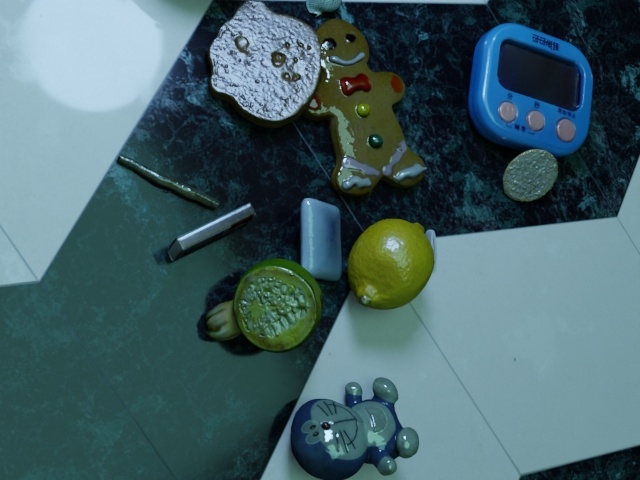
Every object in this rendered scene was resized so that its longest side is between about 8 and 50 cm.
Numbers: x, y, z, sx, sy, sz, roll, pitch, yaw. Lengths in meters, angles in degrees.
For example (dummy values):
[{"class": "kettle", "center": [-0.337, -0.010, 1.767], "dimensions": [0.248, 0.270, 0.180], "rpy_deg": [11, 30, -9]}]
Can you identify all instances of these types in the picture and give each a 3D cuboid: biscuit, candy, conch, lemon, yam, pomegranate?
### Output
[{"class": "biscuit", "center": [0.527, -0.163, 2.156], "dimensions": [0.152, 0.020, 0.152], "rpy_deg": [-7, 121, -12]}, {"class": "biscuit", "center": [0.087, -0.318, 2.011], "dimensions": [0.283, 0.064, 0.431], "rpy_deg": [-14, 87, -25]}, {"class": "candy", "center": [0.000, 0.000, 1.902], "dimensions": [0.138, 0.071, 0.174], "rpy_deg": [14, 72, -57]}, {"class": "conch", "center": [0.010, -0.573, 2.028], "dimensions": [0.076, 0.056, 0.085], "rpy_deg": [44, 66, 3]}, {"class": "lemon", "center": [0.155, 0.053, 1.913], "dimensions": [0.187, 0.187, 0.244], "rpy_deg": [40, 67, -12]}, {"class": "biscuit", "center": [-0.124, -0.393, 1.930], "dimensions": [0.257, 0.049, 0.272], "rpy_deg": [25, 70, -7]}, {"class": "yam", "center": [-0.322, -0.121, 1.823], "dimensions": [0.234, 0.029, 0.027], "rpy_deg": [26, 45, -16]}, {"class": "pomegranate", "center": [-0.106, 0.151, 1.806], "dimensions": [0.190, 0.159, 0.241], "rpy_deg": [42, 93, 0]}]

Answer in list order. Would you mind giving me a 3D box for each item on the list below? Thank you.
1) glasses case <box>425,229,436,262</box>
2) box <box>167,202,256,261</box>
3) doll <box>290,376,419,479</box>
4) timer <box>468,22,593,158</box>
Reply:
[{"class": "glasses case", "center": [0.263, 0.016, 2.046], "dimensions": [0.021, 0.032, 0.083], "rpy_deg": [2, 79, -21]}, {"class": "box", "center": [-0.229, -0.017, 1.794], "dimensions": [0.178, 0.115, 0.035], "rpy_deg": [-28, 86, -26]}, {"class": "doll", "center": [0.061, 0.410, 1.830], "dimensions": [0.259, 0.154, 0.228], "rpy_deg": [1, 47, -30]}, {"class": "timer", "center": [0.532, -0.376, 2.185], "dimensions": [0.340, 0.115, 0.308], "rpy_deg": [13, 79, -21]}]
